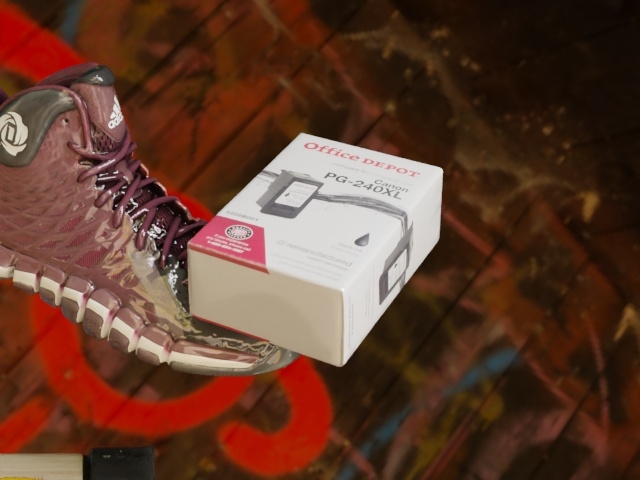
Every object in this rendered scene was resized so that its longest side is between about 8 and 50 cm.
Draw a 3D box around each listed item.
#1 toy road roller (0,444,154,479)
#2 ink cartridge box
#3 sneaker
[{"bbox_3d":[-0.218,0.308,0.953,0.203,0.240,0.329,2,-63,-10],"label":"toy road roller"},{"bbox_3d":[0.000,0.000,0.872,0.109,0.150,0.063,16,-51,22],"label":"ink cartridge box"},{"bbox_3d":[-0.127,-0.026,0.904,0.281,0.106,0.162,21,-64,12],"label":"sneaker"}]
